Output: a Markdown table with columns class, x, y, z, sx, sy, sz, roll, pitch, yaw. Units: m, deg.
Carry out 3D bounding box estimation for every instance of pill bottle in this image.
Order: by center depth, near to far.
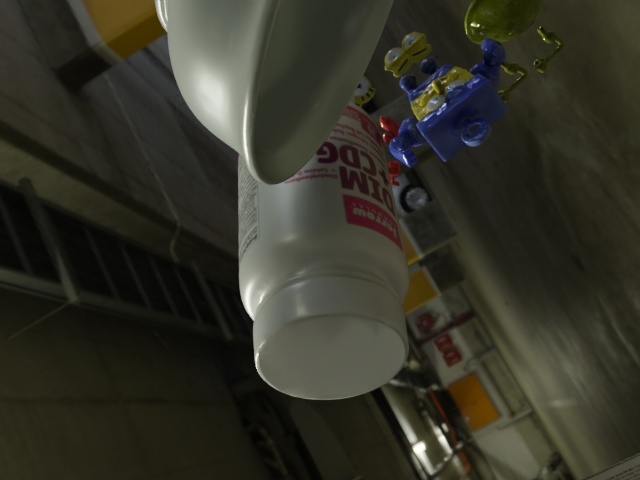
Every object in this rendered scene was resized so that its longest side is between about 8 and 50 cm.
| class | x | y | z | sx | sy | sz | roll | pitch | yaw |
| --- | --- | --- | --- | --- | --- | --- | --- | --- | --- |
| pill bottle | 0.000 | 0.000 | 0.740 | 0.160 | 0.160 | 0.283 | 55 | -159 | -44 |

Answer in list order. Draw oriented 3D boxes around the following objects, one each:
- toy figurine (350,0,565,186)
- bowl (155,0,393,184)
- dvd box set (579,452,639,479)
| class | x | y | z | sx | sy | sz | roll | pitch | yaw |
| --- | --- | --- | --- | --- | --- | --- | --- | --- | --- |
| toy figurine | 0.209 | -0.185 | 1.020 | 0.191 | 0.362 | 0.217 | 47 | -169 | -31 |
| bowl | -0.038 | -0.205 | 0.599 | 0.134 | 0.298 | 0.298 | 25 | 179 | 10 |
| dvd box set | 0.347 | 0.349 | 0.583 | 0.420 | 0.307 | 0.062 | -117 | 3 | -54 |
